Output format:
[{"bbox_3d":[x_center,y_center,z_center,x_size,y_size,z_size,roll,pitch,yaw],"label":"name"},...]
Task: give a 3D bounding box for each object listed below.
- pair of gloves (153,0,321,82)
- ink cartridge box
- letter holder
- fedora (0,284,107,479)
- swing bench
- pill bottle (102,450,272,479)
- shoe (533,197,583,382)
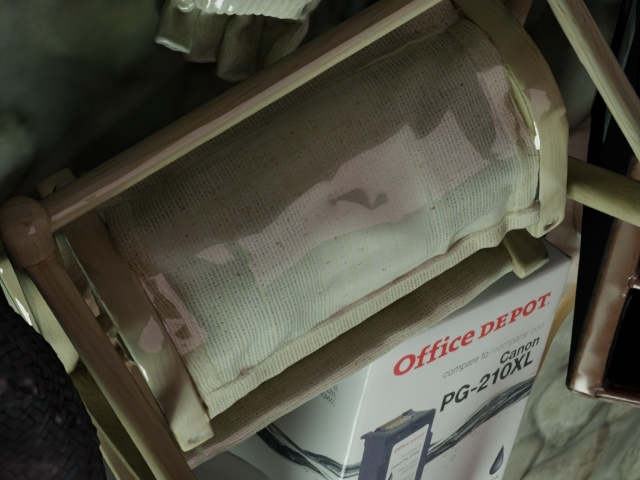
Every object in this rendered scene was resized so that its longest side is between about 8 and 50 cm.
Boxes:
[{"bbox_3d":[0.033,-0.158,0.788,0.240,0.042,0.204,9,114,-53],"label":"pair of gloves"},{"bbox_3d":[0.038,0.101,0.980,0.172,0.100,0.237,-22,136,-39],"label":"ink cartridge box"},{"bbox_3d":[0.266,-0.040,0.903,0.302,0.214,0.152,-71,172,-55],"label":"letter holder"},{"bbox_3d":[-0.180,0.079,0.544,0.334,0.152,0.334,-5,96,-54],"label":"fedora"},{"bbox_3d":[0.000,0.000,0.715,0.253,0.165,0.254,-31,-176,-13],"label":"swing bench"},{"bbox_3d":[-0.107,0.232,0.894,0.131,0.131,0.229,-1,121,-51],"label":"pill bottle"},{"bbox_3d":[0.130,0.052,1.097,0.058,0.076,0.219,34,95,-14],"label":"shoe"}]
